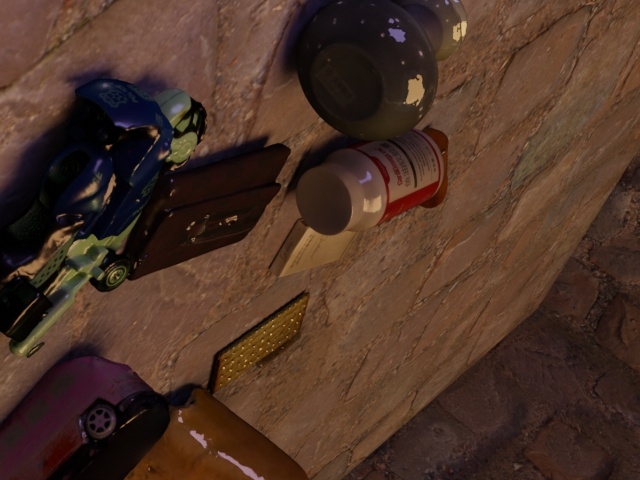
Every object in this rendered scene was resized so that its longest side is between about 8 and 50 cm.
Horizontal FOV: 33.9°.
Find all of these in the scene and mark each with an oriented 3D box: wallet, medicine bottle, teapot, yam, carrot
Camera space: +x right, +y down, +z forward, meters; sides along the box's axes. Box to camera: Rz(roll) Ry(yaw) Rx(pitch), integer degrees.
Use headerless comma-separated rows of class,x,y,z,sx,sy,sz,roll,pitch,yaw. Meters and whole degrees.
wallet,-0.149,-0.038,1.376,0.229,0.049,0.182,-22,151,-49
medicine bottle,0.080,-0.092,1.629,0.250,0.131,0.131,-25,150,-49
teapot,0.091,-0.241,1.336,0.251,0.184,0.183,-43,163,-49
yam,-0.081,0.209,2.024,0.116,0.021,0.021,-34,156,-35
carrot,0.201,-0.123,1.930,0.067,0.067,0.225,-43,158,-16

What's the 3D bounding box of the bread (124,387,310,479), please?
bread,-0.180,0.494,1.854,0.361,0.394,0.250,-55,175,9

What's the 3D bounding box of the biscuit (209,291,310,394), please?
biscuit,-0.112,0.189,1.926,0.231,0.016,0.139,-35,156,-34

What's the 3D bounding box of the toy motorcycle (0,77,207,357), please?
toy motorcycle,-0.244,-0.041,1.075,0.331,0.125,0.196,-48,159,-10

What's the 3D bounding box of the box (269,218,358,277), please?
box,0.000,0.000,1.788,0.198,0.029,0.109,-15,142,-56

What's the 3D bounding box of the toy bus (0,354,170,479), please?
toy bus,-0.351,0.287,1.409,0.302,0.147,0.127,-47,157,-3
